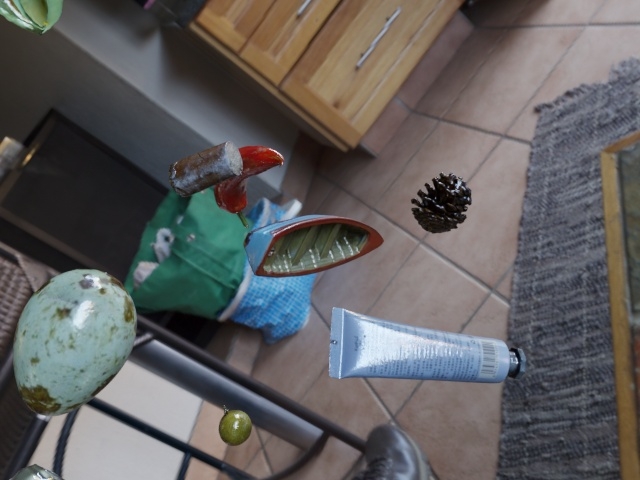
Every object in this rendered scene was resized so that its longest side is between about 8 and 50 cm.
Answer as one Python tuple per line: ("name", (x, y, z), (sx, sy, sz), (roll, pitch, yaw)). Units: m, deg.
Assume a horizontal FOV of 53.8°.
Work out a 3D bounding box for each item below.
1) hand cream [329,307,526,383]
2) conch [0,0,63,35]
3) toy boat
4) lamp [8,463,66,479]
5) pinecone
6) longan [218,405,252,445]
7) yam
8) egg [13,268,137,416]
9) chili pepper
("hand cream", (0.142, 0.148, 0.836), (0.058, 0.271, 0.091), (134, 143, -68))
("conch", (-0.387, -0.346, 0.694), (0.143, 0.250, 0.137), (-62, -17, -18))
("toy boat", (0.000, 0.000, 1.234), (0.079, 0.392, 0.136), (38, 114, 25))
("lamp", (-0.274, 0.272, 0.441), (0.101, 0.101, 0.250), (-16, 33, 54))
("pinecone", (0.158, -0.049, 0.825), (0.077, 0.077, 0.083), (-5, 58, 60))
("longan", (-0.175, 0.368, 1.264), (0.075, 0.083, 0.075), (-30, -2, -1))
("yam", (-0.226, -0.138, 1.237), (0.141, 0.079, 0.079), (-19, 36, 17))
("egg", (-0.375, 0.155, 0.957), (0.169, 0.169, 0.231), (12, 79, 64))
("chili pepper", (-0.188, -0.135, 1.481), (0.092, 0.137, 0.368), (-42, -3, -25))
